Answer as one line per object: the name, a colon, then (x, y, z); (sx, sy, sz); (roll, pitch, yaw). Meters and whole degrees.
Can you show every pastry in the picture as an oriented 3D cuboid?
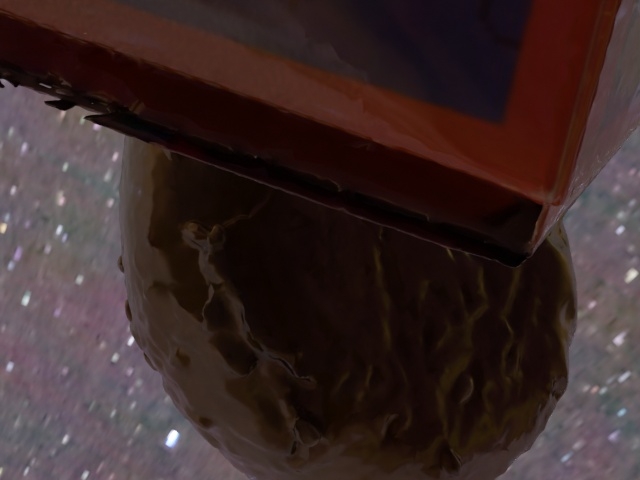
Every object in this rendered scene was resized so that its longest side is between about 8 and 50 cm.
pastry: (0.000, 0.000, 1.004); (0.284, 0.184, 0.315); (-38, -71, -40)

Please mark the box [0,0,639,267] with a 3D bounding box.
box: (0.012, -0.209, 0.622); (0.318, 0.257, 0.349); (21, -153, 15)
